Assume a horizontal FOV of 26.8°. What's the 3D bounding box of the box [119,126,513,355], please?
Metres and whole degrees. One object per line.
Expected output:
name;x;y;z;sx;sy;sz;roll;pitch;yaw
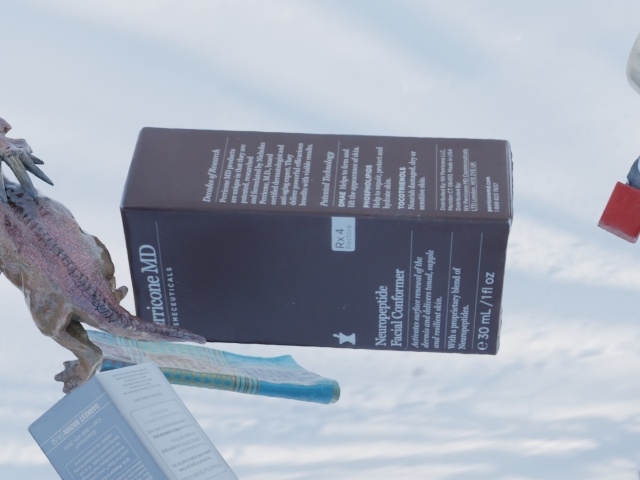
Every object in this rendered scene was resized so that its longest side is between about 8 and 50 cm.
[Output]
box;0.000;0.000;1.373;0.381;0.143;0.191;3;132;5

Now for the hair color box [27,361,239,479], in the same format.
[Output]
hair color box;-0.163;0.329;1.584;0.113;0.374;0.185;-40;170;12

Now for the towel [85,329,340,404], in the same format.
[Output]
towel;-0.178;0.193;2.088;0.370;0.040;0.271;10;-178;-19

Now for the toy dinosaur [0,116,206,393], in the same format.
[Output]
toy dinosaur;-0.233;0.004;1.123;0.127;0.295;0.200;-45;165;-30

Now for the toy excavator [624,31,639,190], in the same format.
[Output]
toy excavator;0.481;-0.138;1.498;0.432;0.222;0.445;-25;143;-25

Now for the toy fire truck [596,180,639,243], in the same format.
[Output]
toy fire truck;0.360;-0.002;1.242;0.192;0.047;0.135;25;174;6
